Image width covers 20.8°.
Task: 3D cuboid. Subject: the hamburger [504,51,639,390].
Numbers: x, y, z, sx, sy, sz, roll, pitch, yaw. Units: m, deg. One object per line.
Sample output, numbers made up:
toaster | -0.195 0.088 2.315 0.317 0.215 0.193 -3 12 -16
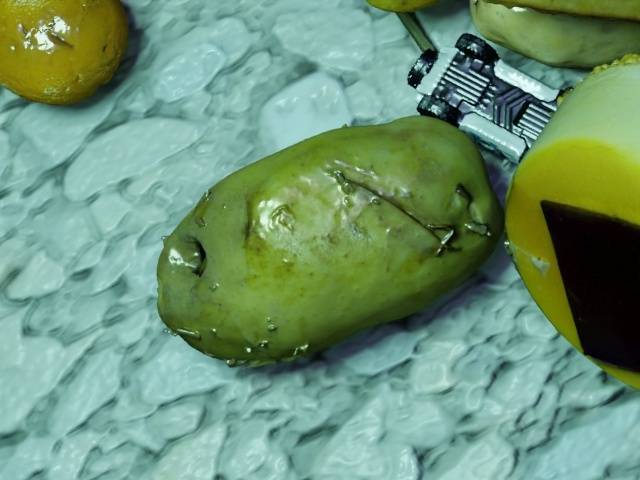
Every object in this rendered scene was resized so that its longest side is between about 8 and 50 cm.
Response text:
hamburger | 0.283 -0.011 1.319 0.179 0.276 0.294 -39 32 -29

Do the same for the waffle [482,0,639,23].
waffle | 0.288 -0.264 1.406 0.308 0.091 0.213 10 46 -1

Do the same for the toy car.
toy car | 0.153 -0.111 1.480 0.171 0.070 0.080 29 84 17

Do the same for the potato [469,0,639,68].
potato | 0.215 -0.201 1.472 0.178 0.118 0.109 -3 109 -1

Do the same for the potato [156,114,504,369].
potato | 0.000 0.000 1.448 0.300 0.140 0.173 -21 111 7

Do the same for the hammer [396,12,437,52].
hammer | 0.030 -0.263 1.576 0.058 0.029 0.292 -34 72 4

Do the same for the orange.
orange | -0.239 -0.182 1.567 0.135 0.117 0.135 -9 29 5

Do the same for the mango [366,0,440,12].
mango | 0.079 -0.312 1.532 0.157 0.109 0.262 1 72 -3
